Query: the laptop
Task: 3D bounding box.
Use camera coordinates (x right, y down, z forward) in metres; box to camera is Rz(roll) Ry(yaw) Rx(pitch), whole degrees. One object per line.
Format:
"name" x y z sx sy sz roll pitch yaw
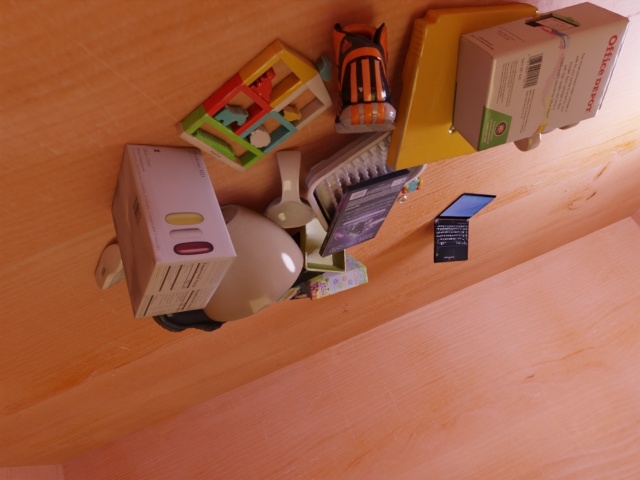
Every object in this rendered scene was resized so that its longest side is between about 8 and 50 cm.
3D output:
"laptop" 0.559 -0.045 1.737 0.234 0.265 0.136 -1 -177 -40

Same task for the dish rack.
"dish rack" 0.112 -0.174 1.116 0.332 0.072 0.285 -35 156 -2

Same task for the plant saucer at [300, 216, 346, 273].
"plant saucer" 0.000 0.000 1.308 0.045 0.189 0.188 -9 168 38

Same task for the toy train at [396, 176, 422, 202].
"toy train" 0.223 -0.170 1.306 0.125 0.046 0.166 -35 150 24

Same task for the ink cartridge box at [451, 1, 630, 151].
"ink cartridge box" 0.418 -0.321 0.887 0.277 0.117 0.202 -17 136 -7

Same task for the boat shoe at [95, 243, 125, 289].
"boat shoe" -0.494 0.063 1.100 0.063 0.066 0.184 -18 156 -47

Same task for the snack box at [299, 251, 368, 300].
"snack box" 0.033 0.118 1.553 0.206 0.174 0.070 -16 110 -17

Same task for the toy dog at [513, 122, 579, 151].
"toy dog" 0.538 -0.387 1.088 0.220 0.161 0.334 -12 138 -18

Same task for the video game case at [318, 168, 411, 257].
"video game case" 0.111 -0.068 1.196 0.196 0.026 0.274 -20 153 -29

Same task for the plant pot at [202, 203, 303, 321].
"plant pot" -0.208 0.025 1.090 0.283 0.284 0.191 -25 120 2

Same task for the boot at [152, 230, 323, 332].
"boot" -0.227 0.118 1.339 0.444 0.146 0.367 -26 163 10

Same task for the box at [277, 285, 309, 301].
"box" -0.120 0.173 1.647 0.244 0.060 0.100 -1 146 -40

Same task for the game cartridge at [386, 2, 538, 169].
"game cartridge" 0.290 -0.320 0.958 0.285 0.053 0.324 -15 134 -23

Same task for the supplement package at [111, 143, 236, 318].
"supplement package" -0.295 -0.019 0.873 0.145 0.262 0.204 -5 148 -37

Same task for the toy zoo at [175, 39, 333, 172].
"toy zoo" -0.103 -0.254 0.860 0.293 0.030 0.192 -34 154 18

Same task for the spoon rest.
"spoon rest" -0.077 -0.100 1.109 0.137 0.084 0.276 -3 150 -4

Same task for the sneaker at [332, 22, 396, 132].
"sneaker" 0.084 -0.298 0.839 0.124 0.180 0.321 -3 -172 -1
